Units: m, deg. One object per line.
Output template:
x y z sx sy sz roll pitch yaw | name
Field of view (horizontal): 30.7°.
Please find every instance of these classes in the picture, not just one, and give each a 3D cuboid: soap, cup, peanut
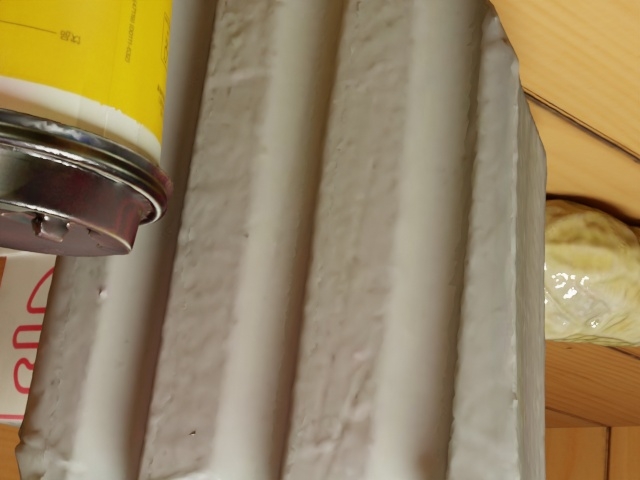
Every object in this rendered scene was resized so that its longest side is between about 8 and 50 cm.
0.000 0.000 0.846 0.350 0.435 0.213 -4 160 23 | soap
-0.173 -0.133 0.714 0.196 0.279 0.196 7 167 2 | cup
0.316 0.041 1.337 0.340 0.158 0.174 12 133 -31 | peanut

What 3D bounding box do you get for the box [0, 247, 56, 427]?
-0.228 0.120 1.551 0.312 0.300 0.314 -4 160 35 | box
